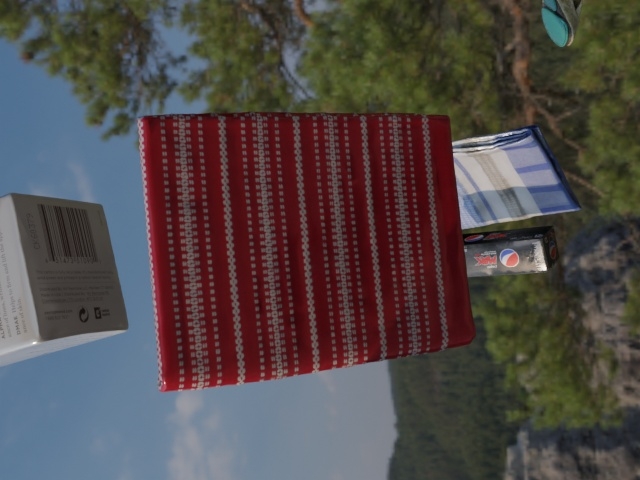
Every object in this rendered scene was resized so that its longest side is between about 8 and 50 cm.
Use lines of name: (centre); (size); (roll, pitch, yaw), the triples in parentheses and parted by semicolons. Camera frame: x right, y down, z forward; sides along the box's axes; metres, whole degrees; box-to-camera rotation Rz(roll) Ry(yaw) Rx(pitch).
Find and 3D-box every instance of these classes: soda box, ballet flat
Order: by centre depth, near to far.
ballet flat: (0.312, -0.308, 1.037); (0.057, 0.052, 0.168); (52, -174, 29)
soda box: (0.262, 0.018, 1.203); (0.060, 0.169, 0.053); (-34, -67, -52)

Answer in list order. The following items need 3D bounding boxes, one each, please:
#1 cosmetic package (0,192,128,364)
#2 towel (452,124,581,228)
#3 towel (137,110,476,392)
cosmetic package: (-0.334, 0.051, 0.864); (0.151, 0.184, 0.151); (5, -111, -68)
towel: (0.229, -0.081, 1.246); (0.209, 0.285, 0.034); (46, -134, -42)
towel: (0.000, 0.000, 0.622); (0.031, 0.275, 0.199); (-12, 83, 61)
